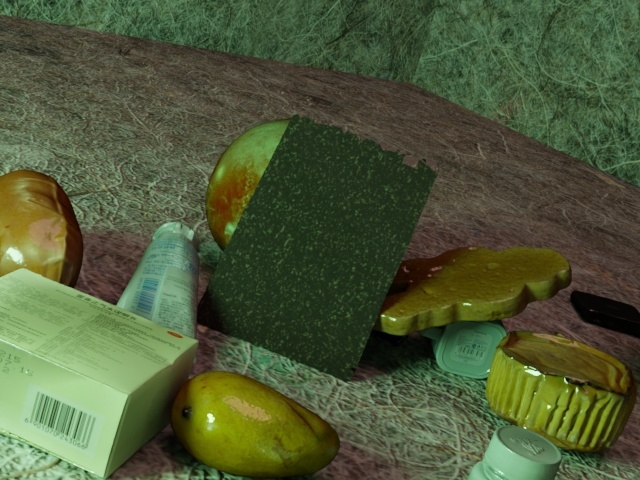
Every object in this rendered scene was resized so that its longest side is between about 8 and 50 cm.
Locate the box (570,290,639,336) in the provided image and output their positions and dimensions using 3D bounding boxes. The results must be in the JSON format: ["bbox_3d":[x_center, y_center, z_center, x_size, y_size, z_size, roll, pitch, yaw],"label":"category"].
[{"bbox_3d":[0.511,0.129,1.873,0.126,0.027,0.125,15,14,-3],"label":"box"}]

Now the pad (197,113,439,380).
[{"bbox_3d":[0.000,0.000,1.374,0.220,0.330,0.004,21,-22,10],"label":"pad"}]

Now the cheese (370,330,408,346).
[{"bbox_3d":[0.003,0.086,1.438,0.244,0.062,0.155,22,15,14],"label":"cheese"}]

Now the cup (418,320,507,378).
[{"bbox_3d":[0.184,0.117,1.464,0.128,0.095,0.129,14,19,-8],"label":"cup"}]

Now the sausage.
[{"bbox_3d":[-0.353,-0.008,1.273,0.133,0.133,0.258,10,19,-24],"label":"sausage"}]

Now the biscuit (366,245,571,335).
[{"bbox_3d":[0.191,0.063,1.419,0.295,0.044,0.186,-7,27,-5],"label":"biscuit"}]

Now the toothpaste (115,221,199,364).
[{"bbox_3d":[-0.196,0.067,1.310,0.114,0.073,0.299,16,24,-8],"label":"toothpaste"}]

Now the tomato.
[{"bbox_3d":[-0.030,-0.070,1.547,0.270,0.222,0.270,1,-8,0],"label":"tomato"}]

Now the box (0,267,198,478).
[{"bbox_3d":[-0.251,0.119,1.024,0.212,0.095,0.168,22,19,11],"label":"box"}]

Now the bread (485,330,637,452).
[{"bbox_3d":[0.301,0.191,1.336,0.199,0.104,0.199,14,13,-3],"label":"bread"}]

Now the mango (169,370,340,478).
[{"bbox_3d":[-0.066,0.185,1.025,0.165,0.089,0.115,24,8,9],"label":"mango"}]

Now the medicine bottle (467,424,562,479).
[{"bbox_3d":[0.172,0.245,0.986,0.080,0.130,0.080,16,16,-5],"label":"medicine bottle"}]
